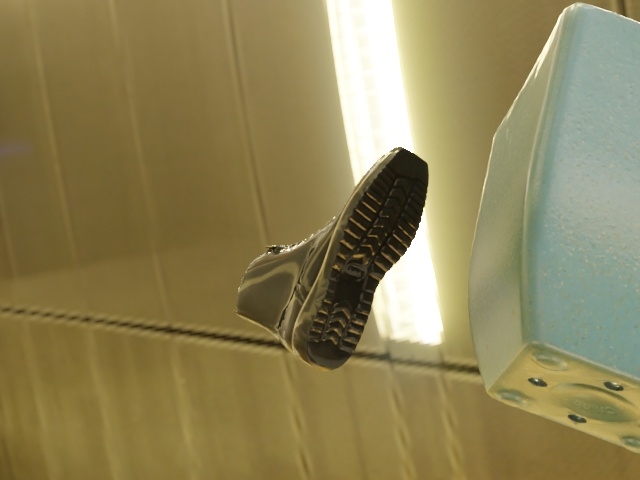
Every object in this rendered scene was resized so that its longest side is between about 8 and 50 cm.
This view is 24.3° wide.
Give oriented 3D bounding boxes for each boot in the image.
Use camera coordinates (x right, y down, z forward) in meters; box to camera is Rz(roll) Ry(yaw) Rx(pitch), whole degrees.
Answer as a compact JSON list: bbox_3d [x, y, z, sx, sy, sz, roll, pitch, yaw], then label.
[{"bbox_3d":[0.000,0.000,1.277,0.137,0.077,0.198,22,-100,52],"label":"boot"}]

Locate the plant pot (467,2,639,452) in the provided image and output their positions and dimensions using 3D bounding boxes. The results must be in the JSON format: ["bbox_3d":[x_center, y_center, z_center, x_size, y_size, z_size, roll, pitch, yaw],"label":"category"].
[{"bbox_3d":[0.243,0.016,1.145,0.247,0.247,0.252,110,0,-66],"label":"plant pot"}]
